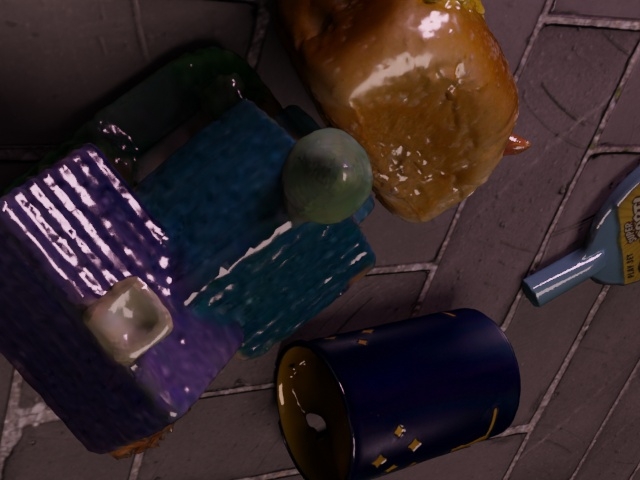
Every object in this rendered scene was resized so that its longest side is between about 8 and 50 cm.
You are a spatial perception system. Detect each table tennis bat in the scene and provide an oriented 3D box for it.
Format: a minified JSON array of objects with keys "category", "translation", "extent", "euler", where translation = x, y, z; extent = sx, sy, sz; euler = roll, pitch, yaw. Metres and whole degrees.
[{"category":"table tennis bat","translation":[0.409,-0.012,1.502],"extent":[0.329,0.044,0.215],"euler":[-31,139,-10]}]

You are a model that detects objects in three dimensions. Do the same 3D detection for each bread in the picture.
[{"category":"bread","translation":[0.079,-0.151,1.029],"extent":[0.176,0.195,0.246],"euler":[-31,141,3]}]

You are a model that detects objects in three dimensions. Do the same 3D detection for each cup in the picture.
[{"category":"cup","translation":[0.075,0.183,1.391],"extent":[0.256,0.255,0.178],"euler":[-10,95,-31]}]

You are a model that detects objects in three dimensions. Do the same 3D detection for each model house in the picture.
[{"category":"model house","translation":[-0.118,-0.002,0.899],"extent":[0.312,0.280,0.245],"euler":[-36,96,-3]}]

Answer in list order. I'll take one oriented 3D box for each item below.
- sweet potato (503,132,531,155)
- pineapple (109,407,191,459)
[{"category":"sweet potato","translation":[0.090,-0.090,1.177],"extent":[0.255,0.078,0.058],"euler":[-15,134,-21]},{"category":"pineapple","translation":[-0.138,0.059,1.121],"extent":[0.170,0.141,0.310],"euler":[43,85,-24]}]
